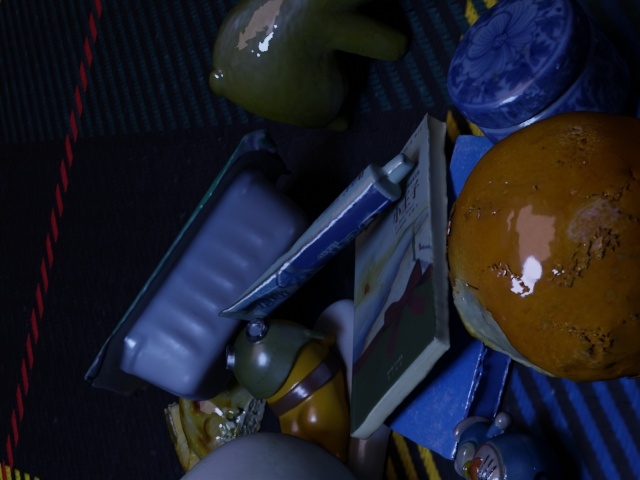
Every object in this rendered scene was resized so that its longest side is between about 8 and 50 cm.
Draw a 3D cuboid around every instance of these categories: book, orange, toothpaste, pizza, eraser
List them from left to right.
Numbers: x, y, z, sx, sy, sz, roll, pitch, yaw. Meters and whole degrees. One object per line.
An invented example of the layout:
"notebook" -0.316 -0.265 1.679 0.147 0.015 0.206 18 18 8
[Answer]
"pizza" -0.147 0.206 1.931 0.204 0.080 0.188 29 102 58
"toothpaste" 0.000 0.000 1.649 0.268 0.047 0.069 -43 3 23
"book" 0.081 0.038 1.608 0.201 0.026 0.289 123 155 -47
"eraser" 0.149 0.054 1.552 0.144 0.043 0.312 20 95 59
"orange" 0.221 0.006 1.270 0.240 0.240 0.240 -27 56 51

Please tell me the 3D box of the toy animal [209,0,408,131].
"toy animal" 0.021 -0.294 1.774 0.363 0.180 0.181 -52 46 24

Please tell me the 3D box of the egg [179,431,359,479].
"egg" -0.052 0.354 1.538 0.283 0.283 0.345 -43 33 43

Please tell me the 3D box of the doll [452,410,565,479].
"doll" 0.169 0.211 1.425 0.152 0.085 0.114 -144 47 -66

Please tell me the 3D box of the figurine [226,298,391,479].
"figurine" -0.021 0.172 1.686 0.166 0.141 0.250 -41 46 41

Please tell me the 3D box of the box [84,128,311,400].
"box" -0.111 0.056 1.788 0.336 0.106 0.264 -57 -11 -4

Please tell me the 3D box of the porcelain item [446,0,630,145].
"porcelain item" 0.199 -0.152 1.445 0.147 0.114 0.147 -29 41 29
